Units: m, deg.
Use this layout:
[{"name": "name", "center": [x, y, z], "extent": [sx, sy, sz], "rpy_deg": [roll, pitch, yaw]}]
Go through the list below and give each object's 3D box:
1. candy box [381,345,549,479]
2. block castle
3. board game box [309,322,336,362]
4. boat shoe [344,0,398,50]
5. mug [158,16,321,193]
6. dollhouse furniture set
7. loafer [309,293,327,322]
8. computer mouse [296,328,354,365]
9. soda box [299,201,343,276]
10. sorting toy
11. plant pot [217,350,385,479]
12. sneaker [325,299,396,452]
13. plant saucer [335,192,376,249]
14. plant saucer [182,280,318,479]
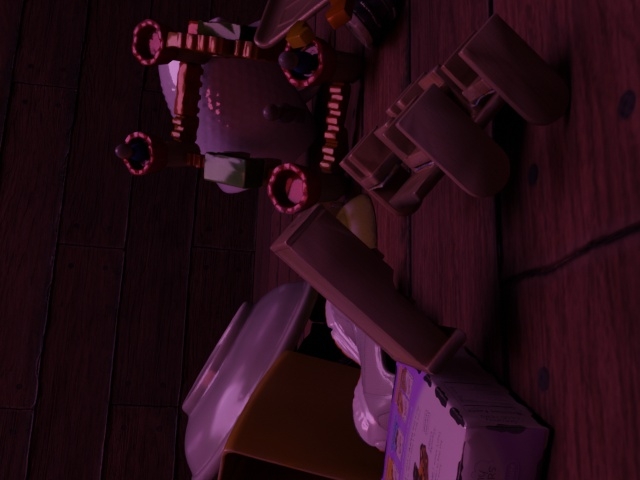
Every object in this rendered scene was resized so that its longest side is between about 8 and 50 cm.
[{"name": "candy box", "center": [0.114, 0.198, 0.639], "extent": [0.196, 0.070, 0.165], "rpy_deg": [-129, 45, -76]}, {"name": "block castle", "center": [-0.163, -0.237, 1.332], "extent": [0.212, 0.453, 0.303], "rpy_deg": [-9, -70, -55]}, {"name": "board game box", "center": [-0.001, 0.342, 1.296], "extent": [0.347, 0.056, 0.208], "rpy_deg": [-96, 19, -47]}, {"name": "boat shoe", "center": [0.076, -0.351, 1.151], "extent": [0.079, 0.084, 0.233], "rpy_deg": [-44, 12, 9]}, {"name": "mug", "center": [-0.162, -0.345, 1.661], "extent": [0.328, 0.374, 0.276], "rpy_deg": [56, 180, -24]}, {"name": "dollhouse furniture set", "center": [0.100, -0.032, 0.641], "extent": [0.242, 0.161, 0.212], "rpy_deg": [-49, 6, -9]}, {"name": "loafer", "center": [0.003, 0.112, 1.343], "extent": [0.148, 0.056, 0.050], "rpy_deg": [-126, 36, -75]}, {"name": "computer mouse", "center": [0.024, 0.181, 1.190], "extent": [0.242, 0.041, 0.071], "rpy_deg": [-20, 44, 64]}, {"name": "soda box", "center": [0.000, 0.000, 1.404], "extent": [0.181, 0.058, 0.061], "rpy_deg": [109, 162, -54]}, {"name": "sorting toy", "center": [0.002, -0.372, 1.131], "extent": [0.229, 0.041, 0.307], "rpy_deg": [-24, 35, 29]}, {"name": "plant pot", "center": [-0.011, 0.273, 0.977], "extent": [0.212, 0.212, 0.187], "rpy_deg": [104, 180, -45]}, {"name": "sneaker", "center": [0.080, 0.106, 0.857], "extent": [0.262, 0.099, 0.121], "rpy_deg": [-107, 31, -46]}, {"name": "plant saucer", "center": [0.044, 0.041, 1.202], "extent": [0.241, 0.037, 0.241], "rpy_deg": [-175, 90, -80]}, {"name": "plant saucer", "center": [-0.141, 0.219, 1.261], "extent": [0.401, 0.100, 0.400], "rpy_deg": [-58, 5, 8]}]
